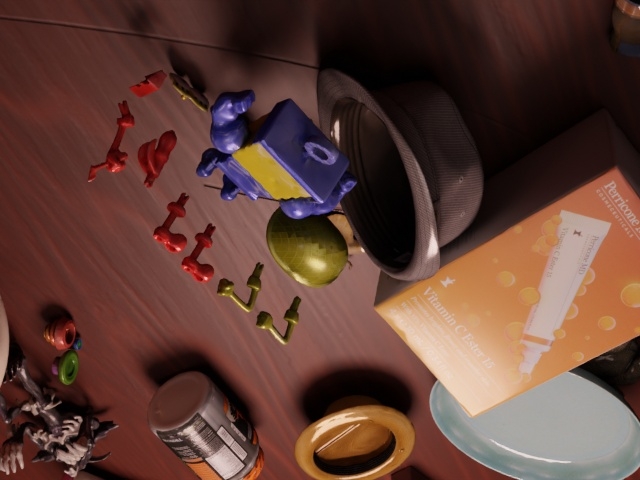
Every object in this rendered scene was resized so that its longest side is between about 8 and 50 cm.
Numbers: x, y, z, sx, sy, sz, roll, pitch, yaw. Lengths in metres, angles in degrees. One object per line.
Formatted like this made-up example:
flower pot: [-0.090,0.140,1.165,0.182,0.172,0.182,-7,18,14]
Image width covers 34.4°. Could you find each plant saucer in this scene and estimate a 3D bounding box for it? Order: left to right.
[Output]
plant saucer: [0.319,0.260,1.524,0.317,0.044,0.317,16,141,13]

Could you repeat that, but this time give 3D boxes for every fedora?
fedora: [0.051,0.302,1.625,0.194,0.079,0.194,-3,128,-4]
fedora: [0.105,-0.090,1.212,0.124,0.244,0.275,-24,118,-19]

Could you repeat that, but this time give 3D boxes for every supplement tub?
supplement tub: [-0.171,0.299,1.595,0.117,0.117,0.190,-21,129,17]

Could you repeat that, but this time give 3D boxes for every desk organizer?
desk organizer: [0.177,0.443,1.771,0.047,0.050,0.130,-33,124,26]

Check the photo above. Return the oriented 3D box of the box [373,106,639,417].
box: [0.271,0.034,1.296,0.345,0.168,0.215,-33,109,26]

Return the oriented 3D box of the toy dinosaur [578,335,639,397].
toy dinosaur: [0.397,0.140,1.455,0.160,0.121,0.313,-28,129,15]

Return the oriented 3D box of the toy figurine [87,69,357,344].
toy figurine: [-0.049,-0.051,1.164,0.217,0.191,0.362,-13,130,48]

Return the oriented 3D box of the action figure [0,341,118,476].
action figure: [-0.422,0.290,1.573,0.164,0.141,0.275,-22,125,16]

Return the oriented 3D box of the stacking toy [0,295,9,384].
stacking toy: [-0.671,0.183,1.409,0.350,0.350,0.480,31,141,-25]

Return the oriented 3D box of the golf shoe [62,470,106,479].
golf shoe: [-0.320,0.465,1.763,0.140,0.115,0.306,-26,134,8]

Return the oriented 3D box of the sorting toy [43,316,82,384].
sorting toy: [-0.380,0.157,1.506,0.042,0.061,0.102,5,105,13]

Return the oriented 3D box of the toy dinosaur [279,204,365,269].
toy dinosaur: [0.000,0.000,1.384,0.183,0.053,0.092,22,113,-27]

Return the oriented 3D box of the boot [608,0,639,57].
boot: [0.424,-0.260,1.142,0.219,0.082,0.106,-5,154,-2]
